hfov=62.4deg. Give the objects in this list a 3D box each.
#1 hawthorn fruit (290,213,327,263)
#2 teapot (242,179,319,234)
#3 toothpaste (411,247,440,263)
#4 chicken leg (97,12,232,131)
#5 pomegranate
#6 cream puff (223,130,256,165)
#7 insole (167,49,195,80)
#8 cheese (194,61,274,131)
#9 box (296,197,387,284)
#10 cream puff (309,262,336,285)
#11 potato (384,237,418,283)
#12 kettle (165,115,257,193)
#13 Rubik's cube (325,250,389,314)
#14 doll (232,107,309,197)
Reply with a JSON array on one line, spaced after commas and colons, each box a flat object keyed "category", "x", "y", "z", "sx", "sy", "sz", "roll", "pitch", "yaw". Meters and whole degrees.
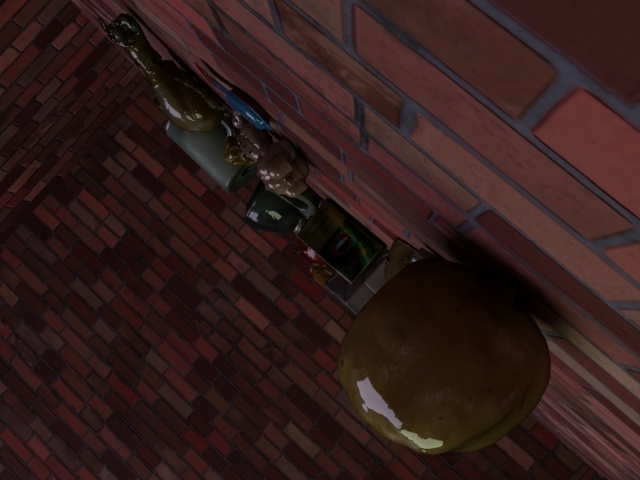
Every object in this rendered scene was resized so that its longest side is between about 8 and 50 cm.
[{"category": "hawthorn fruit", "x": 0.000, "y": 0.000, "z": 1.821, "sx": 0.196, "sy": 0.226, "sz": 0.196, "roll": 62, "pitch": 171, "yaw": 18}, {"category": "teapot", "x": -0.125, "y": -0.155, "z": 1.945, "sx": 0.239, "sy": 0.321, "sz": 0.239, "roll": 26, "pitch": -139, "yaw": -8}, {"category": "toothpaste", "x": 0.273, "y": 0.082, "z": 1.057, "sx": 0.194, "sy": 0.043, "sz": 0.067, "roll": 35, "pitch": 173, "yaw": 19}, {"category": "chicken leg", "x": -0.450, "y": -0.477, "z": 1.520, "sx": 0.201, "sy": 0.152, "sz": 0.429, "roll": 13, "pitch": 151, "yaw": 47}, {"category": "pomegranate", "x": 0.193, "y": 0.177, "z": 0.857, "sx": 0.332, "sy": 0.332, "sz": 0.332, "roll": 42, "pitch": 178, "yaw": 2}, {"category": "cream puff", "x": -0.244, "y": -0.302, "z": 1.679, "sx": 0.146, "sy": 0.146, "sz": 0.116, "roll": 39, "pitch": 138, "yaw": 50}, {"category": "insole", "x": -0.419, "y": -0.526, "z": 1.610, "sx": 0.065, "sy": 0.004, "sz": 0.197, "roll": 41, "pitch": 178, "yaw": 8}, {"category": "cheese", "x": -0.197, "y": -0.328, "z": 1.217, "sx": 0.256, "sy": 0.037, "sz": 0.106, "roll": 42, "pitch": 177, "yaw": 20}, {"category": "box", "x": 0.065, "y": 0.002, "z": 1.626, "sx": 0.240, "sy": 0.159, "sz": 0.071, "roll": 40, "pitch": -175, "yaw": 16}, {"category": "cream puff", "x": 0.130, "y": 0.130, "z": 2.081, "sx": 0.327, "sy": 0.231, "sz": 0.343, "roll": 37, "pitch": 174, "yaw": -26}, {"category": "potato", "x": 0.225, "y": 0.099, "z": 1.290, "sx": 0.202, "sy": 0.117, "sz": 0.182, "roll": 44, "pitch": 174, "yaw": -39}, {"category": "kettle", "x": -0.374, "y": -0.348, "z": 1.861, "sx": 0.318, "sy": 0.205, "sz": 0.265, "roll": 44, "pitch": -179, "yaw": 7}, {"category": "Rubik's cube", "x": 0.188, "y": 0.162, "z": 1.767, "sx": 0.225, "sy": 0.221, "sz": 0.231, "roll": 43, "pitch": 178, "yaw": -20}, {"category": "doll", "x": -0.135, "y": -0.227, "z": 1.331, "sx": 0.278, "sy": 0.119, "sz": 0.154, "roll": 51, "pitch": -179, "yaw": 24}]
